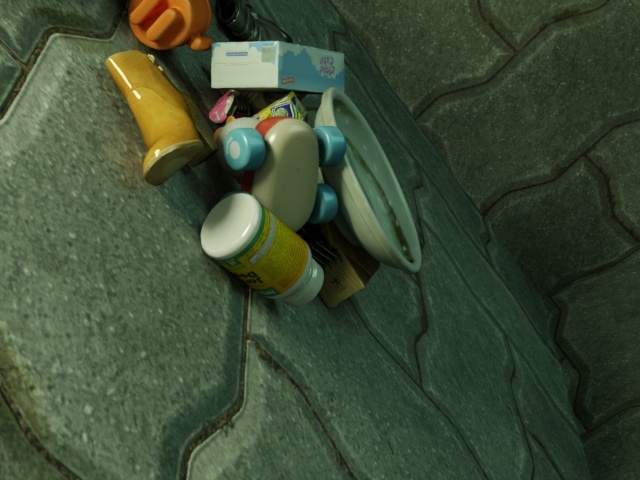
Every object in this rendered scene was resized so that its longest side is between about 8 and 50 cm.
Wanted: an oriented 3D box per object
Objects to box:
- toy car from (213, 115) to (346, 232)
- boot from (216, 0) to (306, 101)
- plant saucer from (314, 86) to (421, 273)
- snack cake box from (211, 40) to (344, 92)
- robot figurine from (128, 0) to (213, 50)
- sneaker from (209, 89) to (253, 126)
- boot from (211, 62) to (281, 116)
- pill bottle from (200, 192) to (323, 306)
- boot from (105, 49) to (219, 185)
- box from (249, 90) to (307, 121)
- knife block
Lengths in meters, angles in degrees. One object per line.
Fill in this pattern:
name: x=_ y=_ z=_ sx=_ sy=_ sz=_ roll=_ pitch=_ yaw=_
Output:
toy car: x=-0.116 y=-0.133 z=1.745 sx=0.219 sy=0.210 sz=0.238 roll=-8 pitch=23 yaw=-39
boot: x=-0.147 y=-0.462 z=2.321 sx=0.223 sy=0.118 sz=0.338 roll=39 pitch=14 yaw=-38
plant saucer: x=0.072 y=-0.103 z=1.934 sx=0.400 sy=0.100 sz=0.400 roll=57 pitch=16 yaw=-27
snack cake box: x=-0.079 y=-0.336 z=1.927 sx=0.264 sy=0.152 sz=0.089 roll=-10 pitch=102 yaw=-61
robot figurine: x=-0.280 y=-0.426 z=1.833 sx=0.219 sy=0.158 sz=0.128 roll=-54 pitch=152 yaw=-71
sneaker: x=-0.170 y=-0.252 z=1.935 sx=0.075 sy=0.063 sz=0.170 roll=47 pitch=15 yaw=-14
boot: x=-0.155 y=-0.330 z=2.129 sx=0.248 sy=0.090 sz=0.207 roll=48 pitch=8 yaw=-24
pill bottle: x=-0.088 y=0.023 z=1.593 sx=0.208 sy=0.117 sz=0.117 roll=41 pitch=24 yaw=-42
boot: x=-0.273 y=-0.203 z=1.542 sx=0.211 sy=0.104 sz=0.295 roll=51 pitch=13 yaw=-2
box: x=-0.111 y=-0.212 z=1.847 sx=0.054 sy=0.169 sz=0.059 roll=55 pitch=18 yaw=-12
knife block: x=0.000 y=0.000 z=1.918 sx=0.242 sy=0.088 sz=0.276 roll=57 pitch=17 yaw=-2
